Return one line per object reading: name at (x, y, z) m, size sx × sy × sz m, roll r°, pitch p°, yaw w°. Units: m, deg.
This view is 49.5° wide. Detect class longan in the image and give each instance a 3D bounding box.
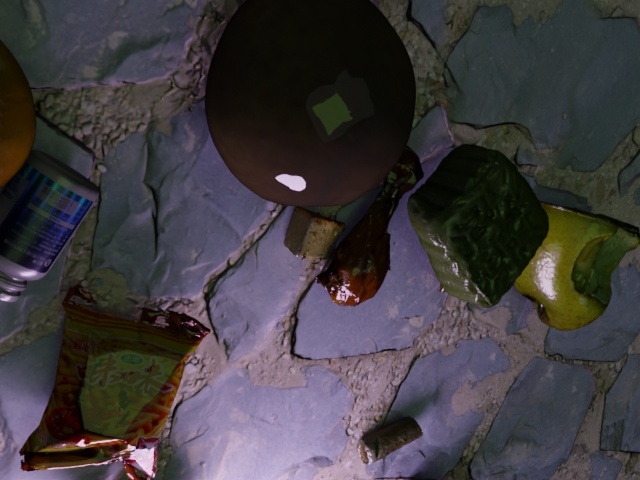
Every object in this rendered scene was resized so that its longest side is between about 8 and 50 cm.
longan at (-0.014, -0.203, 0.983) m, size 0.319 × 0.319 × 0.318 m, roll -9°, pitch 110°, yaw -26°

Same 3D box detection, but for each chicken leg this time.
chicken leg at (0.097, -0.025, 1.208) m, size 0.113 × 0.093 × 0.304 m, roll 26°, pitch 88°, yaw -39°

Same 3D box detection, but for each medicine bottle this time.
medicine bottle at (-0.393, -0.018, 0.933) m, size 0.107 × 0.107 × 0.191 m, roll 35°, pitch 88°, yaw -32°

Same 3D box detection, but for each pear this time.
pear at (0.500, 0.057, 1.411) m, size 0.238 × 0.164 × 0.255 m, roll 14°, pitch 100°, yaw -33°

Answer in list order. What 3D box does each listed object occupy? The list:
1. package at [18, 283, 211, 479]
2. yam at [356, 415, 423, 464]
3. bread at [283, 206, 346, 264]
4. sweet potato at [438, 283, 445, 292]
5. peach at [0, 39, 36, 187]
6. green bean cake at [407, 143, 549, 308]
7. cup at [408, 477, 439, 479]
package at (-0.318, 0.225, 1.057) m, size 0.223 × 0.108 × 0.288 m, roll 20°, pitch 88°, yaw -26°
yam at (0.138, 0.399, 1.387) m, size 0.132 × 0.054 × 0.054 m, roll -20°, pitch 114°, yaw -22°
bread at (0.000, 0.000, 1.167) m, size 0.109 × 0.080 × 0.084 m, roll 19°, pitch 99°, yaw -29°
sweet potato at (0.262, -0.026, 1.317) m, size 0.057 × 0.057 × 0.264 m, roll 6°, pitch 101°, yaw -30°
peach at (-0.472, -0.160, 0.824) m, size 0.251 × 0.153 × 0.251 m, roll -14°, pitch 118°, yaw -29°
green bean cake at (0.275, -0.031, 1.219) m, size 0.222 × 0.125 × 0.248 m, roll -49°, pitch 119°, yaw -14°
cup at (0.225, 0.568, 1.430) m, size 0.199 × 0.150 × 0.199 m, roll -9°, pitch 110°, yaw -26°
